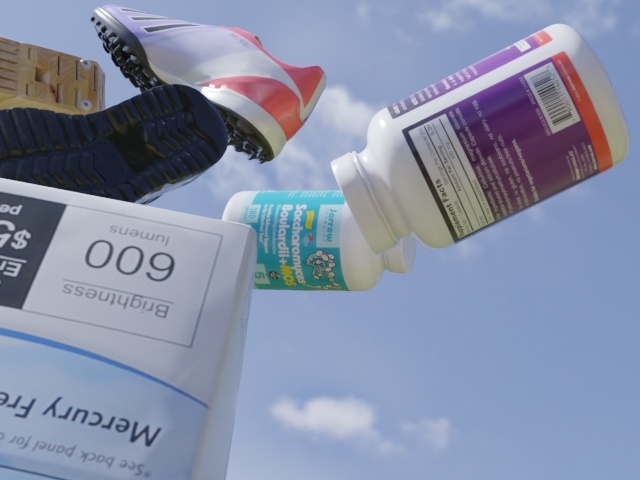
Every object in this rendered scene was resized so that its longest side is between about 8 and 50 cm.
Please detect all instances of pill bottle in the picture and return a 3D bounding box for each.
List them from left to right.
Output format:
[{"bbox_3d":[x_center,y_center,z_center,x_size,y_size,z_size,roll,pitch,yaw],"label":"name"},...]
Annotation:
[{"bbox_3d":[0.000,0.000,1.736,0.264,0.146,0.146,0,-30,18],"label":"pill bottle"},{"bbox_3d":[0.183,-0.107,1.415,0.322,0.182,0.181,-26,-35,6],"label":"pill bottle"}]

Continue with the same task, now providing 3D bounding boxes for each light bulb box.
[{"bbox_3d":[-0.234,0.160,0.487,0.357,0.361,0.225,10,-45,0],"label":"light bulb box"}]

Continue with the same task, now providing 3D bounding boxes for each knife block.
[{"bbox_3d":[-0.427,-0.147,1.479,0.275,0.088,0.242,12,-35,-27],"label":"knife block"}]

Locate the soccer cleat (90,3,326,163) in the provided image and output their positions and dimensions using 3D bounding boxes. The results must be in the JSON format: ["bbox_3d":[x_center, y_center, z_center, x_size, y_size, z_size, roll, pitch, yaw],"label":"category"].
[{"bbox_3d":[-0.132,-0.200,1.365,0.116,0.318,0.109,-47,-34,-16],"label":"soccer cleat"}]

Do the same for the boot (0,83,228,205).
[{"bbox_3d":[-0.159,-0.016,0.682,0.197,0.077,0.137,-16,-12,-45],"label":"boot"}]
